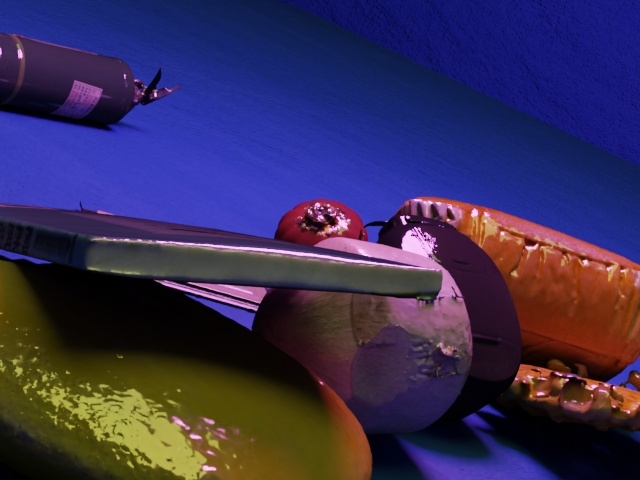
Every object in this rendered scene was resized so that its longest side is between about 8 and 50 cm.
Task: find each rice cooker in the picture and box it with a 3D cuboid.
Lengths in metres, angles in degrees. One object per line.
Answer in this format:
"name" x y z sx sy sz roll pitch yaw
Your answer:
"rice cooker" 0.098 0.068 1.562 0.142 0.118 0.203 13 42 -33

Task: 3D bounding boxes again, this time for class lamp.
"lamp" 0.000 0.000 1.857 0.101 0.090 0.101 -2 42 2

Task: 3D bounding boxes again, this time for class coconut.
"coconut" 0.028 0.079 1.397 0.183 0.170 0.171 8 18 -41

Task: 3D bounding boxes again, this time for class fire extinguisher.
"fire extinguisher" -0.315 -0.199 2.191 0.294 0.118 0.093 8 53 -43

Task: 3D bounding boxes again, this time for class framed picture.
"framed picture" -0.142 0.018 1.734 0.195 0.010 0.199 16 14 -17

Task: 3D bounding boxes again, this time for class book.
"book" -0.114 0.004 1.277 0.264 0.031 0.379 5 2 -27

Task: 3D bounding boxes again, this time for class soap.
"soap" -0.163 0.084 1.195 0.427 0.115 0.306 25 10 20

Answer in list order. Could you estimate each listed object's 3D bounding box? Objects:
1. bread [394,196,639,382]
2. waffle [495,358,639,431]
"bread" 0.195 0.055 1.738 0.288 0.119 0.152 17 -26 -13
"waffle" 0.290 0.151 1.613 0.281 0.060 0.262 9 3 -32
